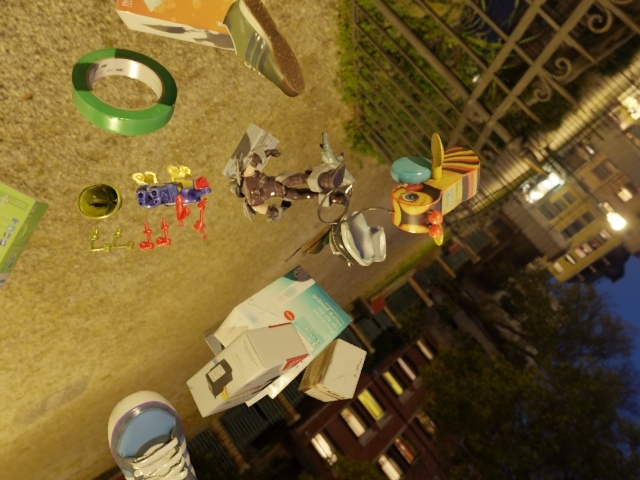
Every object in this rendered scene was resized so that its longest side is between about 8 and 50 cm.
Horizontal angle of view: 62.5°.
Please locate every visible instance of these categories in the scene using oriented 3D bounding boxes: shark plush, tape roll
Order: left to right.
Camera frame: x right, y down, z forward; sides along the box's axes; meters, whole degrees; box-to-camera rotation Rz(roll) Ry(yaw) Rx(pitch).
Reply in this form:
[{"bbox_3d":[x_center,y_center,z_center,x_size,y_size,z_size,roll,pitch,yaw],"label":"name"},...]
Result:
[{"bbox_3d":[-0.637,-0.488,1.721,0.321,0.321,0.077,-31,165,-36],"label":"tape roll"},{"bbox_3d":[0.038,-0.228,1.486,0.067,0.161,0.073,-19,-172,9],"label":"shark plush"}]

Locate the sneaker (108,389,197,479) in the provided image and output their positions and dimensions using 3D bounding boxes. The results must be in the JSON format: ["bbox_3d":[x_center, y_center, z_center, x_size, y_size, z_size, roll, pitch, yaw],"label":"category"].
[{"bbox_3d":[-0.257,0.442,0.925,0.130,0.236,0.323,-22,128,-31],"label":"sneaker"}]

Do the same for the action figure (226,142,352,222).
[{"bbox_3d":[-0.080,-0.120,1.168,0.099,0.285,0.185,-70,155,-42],"label":"action figure"}]

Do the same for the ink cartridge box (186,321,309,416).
[{"bbox_3d":[-0.127,0.224,0.920,0.175,0.072,0.127,-43,158,27],"label":"ink cartridge box"}]

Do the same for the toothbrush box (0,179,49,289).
[{"bbox_3d":[-0.923,-0.029,1.440,0.283,0.206,0.122,-64,-172,-7],"label":"toothbrush box"}]

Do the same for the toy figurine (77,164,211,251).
[{"bbox_3d":[-0.414,-0.089,1.387,0.362,0.191,0.217,-8,-171,17],"label":"toy figurine"}]

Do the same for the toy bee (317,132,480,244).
[{"bbox_3d":[0.175,-0.059,0.884,0.298,0.162,0.195,-40,132,-8],"label":"toy bee"}]

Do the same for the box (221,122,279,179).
[{"bbox_3d":[-0.176,-0.218,1.361,0.145,0.038,0.186,-58,173,7],"label":"box"}]

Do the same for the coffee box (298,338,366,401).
[{"bbox_3d":[0.031,0.393,1.574,0.141,0.098,0.246,-68,-170,-26],"label":"coffee box"}]

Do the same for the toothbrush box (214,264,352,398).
[{"bbox_3d":[-0.087,0.222,1.350,0.126,0.216,0.295,-51,168,34],"label":"toothbrush box"}]

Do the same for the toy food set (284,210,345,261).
[{"bbox_3d":[0.000,0.000,1.376,0.192,0.038,0.132,-37,-175,42],"label":"toy food set"}]

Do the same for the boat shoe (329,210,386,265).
[{"bbox_3d":[0.068,0.007,1.137,0.091,0.114,0.302,-6,168,19],"label":"boat shoe"}]

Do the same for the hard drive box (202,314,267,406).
[{"bbox_3d":[-0.192,0.311,1.484,0.181,0.232,0.089,-33,-169,-13],"label":"hard drive box"}]

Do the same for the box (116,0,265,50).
[{"bbox_3d":[-0.314,-0.630,1.339,0.168,0.345,0.215,-144,-118,-78],"label":"box"}]

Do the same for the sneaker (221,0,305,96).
[{"bbox_3d":[-0.106,-0.334,0.943,0.086,0.192,0.064,-20,-164,40],"label":"sneaker"}]
